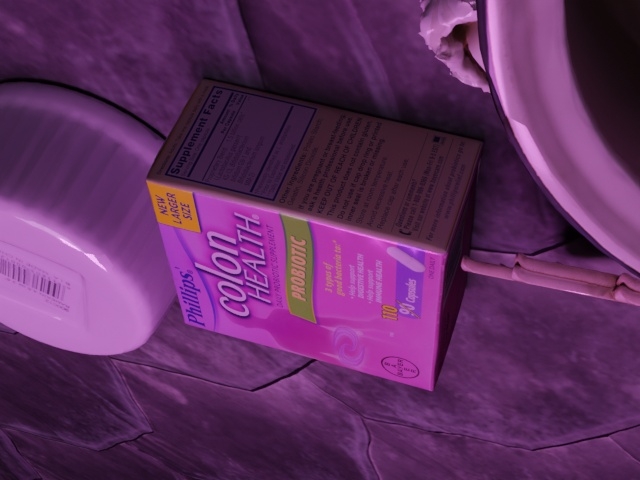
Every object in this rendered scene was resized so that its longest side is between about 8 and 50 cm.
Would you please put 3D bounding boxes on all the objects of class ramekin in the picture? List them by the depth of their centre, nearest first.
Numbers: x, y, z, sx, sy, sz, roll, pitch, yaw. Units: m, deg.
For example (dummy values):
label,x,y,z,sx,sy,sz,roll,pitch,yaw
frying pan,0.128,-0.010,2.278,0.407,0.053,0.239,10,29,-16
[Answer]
label,x,y,z,sx,sy,sz,roll,pitch,yaw
ramekin,-0.251,-0.008,0.994,0.277,0.135,0.277,15,146,11

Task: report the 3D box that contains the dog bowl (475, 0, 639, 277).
label,x,y,z,sx,sy,sz,roll,pitch,yaw
dog bowl,0.273,-0.142,0.420,0.408,0.150,0.408,7,134,7

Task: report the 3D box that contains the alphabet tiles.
label,x,y,z,sx,sy,sz,roll,pitch,yaw
alphabet tiles,0.255,0.043,0.720,0.278,0.021,0.284,11,180,38

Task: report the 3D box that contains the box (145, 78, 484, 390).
label,x,y,z,sx,sy,sz,roll,pitch,yaw
box,0.000,0.000,0.873,0.243,0.117,0.213,15,146,13

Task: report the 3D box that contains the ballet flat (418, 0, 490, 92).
label,x,y,z,sx,sy,sz,roll,pitch,yaw
ballet flat,0.215,-0.051,0.644,0.409,0.147,0.147,35,145,-14
